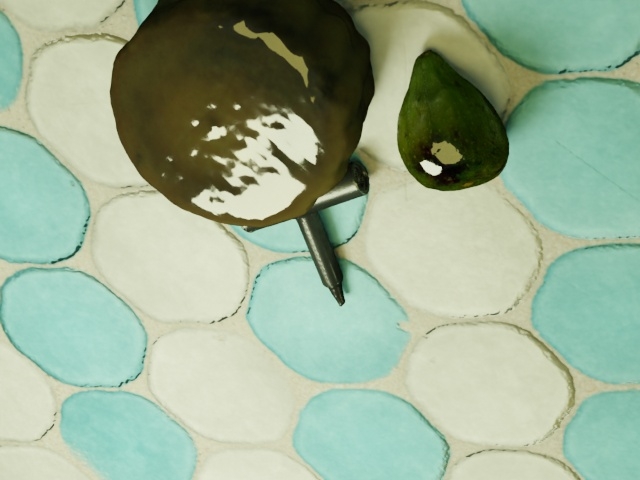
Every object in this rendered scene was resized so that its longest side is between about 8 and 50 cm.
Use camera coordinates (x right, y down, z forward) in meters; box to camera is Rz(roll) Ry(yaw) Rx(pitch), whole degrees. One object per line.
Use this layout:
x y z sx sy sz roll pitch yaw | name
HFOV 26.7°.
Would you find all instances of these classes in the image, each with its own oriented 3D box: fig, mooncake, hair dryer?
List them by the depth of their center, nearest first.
-0.082 -0.170 1.513 0.290 0.161 0.290 10 128 13 | mooncake
0.140 -0.135 1.518 0.123 0.123 0.156 -21 79 30 | fig
0.015 0.000 1.691 0.173 0.050 0.195 -17 123 29 | hair dryer
